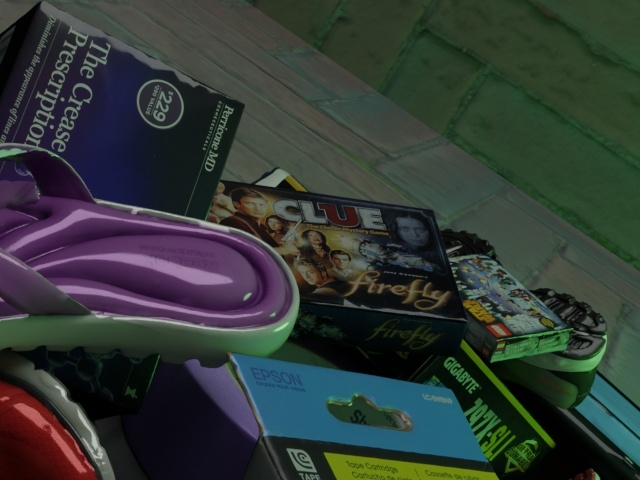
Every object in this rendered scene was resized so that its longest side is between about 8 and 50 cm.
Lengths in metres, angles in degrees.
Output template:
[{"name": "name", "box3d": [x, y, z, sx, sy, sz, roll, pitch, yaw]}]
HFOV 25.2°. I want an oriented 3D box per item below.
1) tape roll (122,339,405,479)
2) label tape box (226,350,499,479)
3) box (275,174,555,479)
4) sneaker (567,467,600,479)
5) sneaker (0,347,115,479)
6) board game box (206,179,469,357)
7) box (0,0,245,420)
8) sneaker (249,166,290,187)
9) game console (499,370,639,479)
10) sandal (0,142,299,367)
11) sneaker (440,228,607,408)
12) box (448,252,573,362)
[{"name": "tape roll", "box3d": [-0.023, 0.165, 1.175, 0.275, 0.090, 0.275, 31, 15, -9]}, {"name": "label tape box", "box3d": [0.057, 0.245, 0.952, 0.241, 0.106, 0.333, 15, 34, -43]}, {"name": "box", "box3d": [0.083, 0.098, 1.412, 0.257, 0.079, 0.322, 46, 0, 36]}, {"name": "sneaker", "box3d": [0.254, 0.295, 1.366, 0.092, 0.088, 0.225, 52, 14, -9]}, {"name": "sneaker", "box3d": [-0.258, 0.115, 0.909, 0.279, 0.107, 0.118, 33, 34, 12]}, {"name": "board game box", "box3d": [-0.010, 0.019, 1.203, 0.243, 0.042, 0.165, 7, 34, -14]}, {"name": "box", "box3d": [-0.190, -0.019, 1.082, 0.184, 0.261, 0.103, 26, -21, -26]}, {"name": "sneaker", "box3d": [-0.001, 0.000, 1.634, 0.316, 0.127, 0.182, 19, 23, -35]}, {"name": "game console", "box3d": [0.350, 0.234, 1.601, 0.386, 0.060, 0.342, 42, 7, 13]}, {"name": "sandal", "box3d": [-0.196, -0.009, 0.925, 0.416, 0.102, 0.169, 6, 39, -32]}, {"name": "sneaker", "box3d": [0.167, 0.078, 1.444, 0.100, 0.108, 0.271, -28, 45, -29]}, {"name": "box", "box3d": [0.157, 0.061, 1.337, 0.094, 0.027, 0.137, -7, 34, -33]}]
